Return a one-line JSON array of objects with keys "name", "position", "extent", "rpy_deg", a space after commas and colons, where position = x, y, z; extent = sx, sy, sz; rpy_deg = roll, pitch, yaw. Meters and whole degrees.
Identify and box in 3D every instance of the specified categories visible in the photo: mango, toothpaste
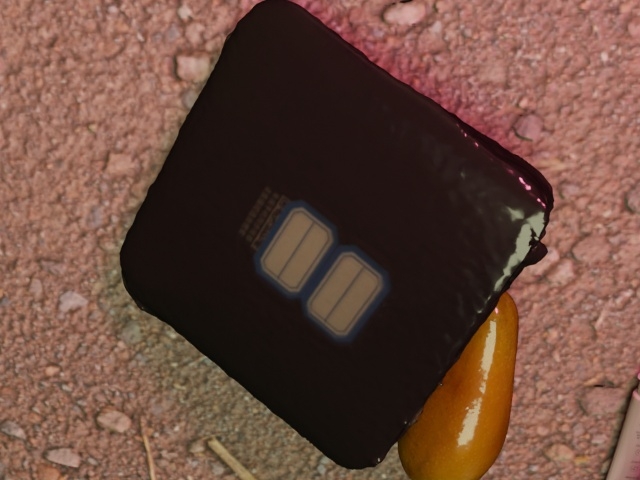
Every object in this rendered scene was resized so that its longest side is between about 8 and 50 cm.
[{"name": "mango", "position": [0.144, 0.148, 0.964], "extent": [0.099, 0.136, 0.228], "rpy_deg": [12, 107, -8]}, {"name": "toothpaste", "position": [0.339, 0.223, 1.035], "extent": [0.048, 0.031, 0.190], "rpy_deg": [5, 118, 1]}]

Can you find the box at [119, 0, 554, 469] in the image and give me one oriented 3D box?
[{"name": "box", "position": [0.000, 0.000, 0.899], "extent": [0.350, 0.091, 0.359], "rpy_deg": [37, 115, 12]}]
